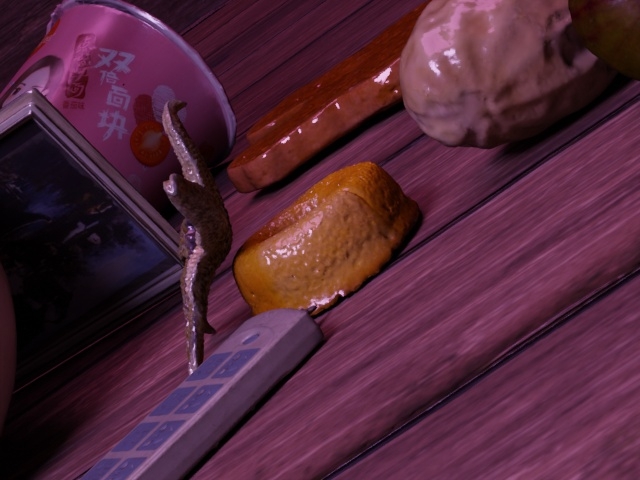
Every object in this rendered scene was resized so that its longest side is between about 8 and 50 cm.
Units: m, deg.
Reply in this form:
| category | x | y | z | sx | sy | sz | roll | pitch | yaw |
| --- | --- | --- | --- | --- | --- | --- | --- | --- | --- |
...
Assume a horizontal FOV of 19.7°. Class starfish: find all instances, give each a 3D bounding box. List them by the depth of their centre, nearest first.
| category | x | y | z | sx | sy | sz | roll | pitch | yaw |
| --- | --- | --- | --- | --- | --- | --- | --- | --- | --- |
| starfish | -0.086 | 0.007 | 1.285 | 0.050 | 0.216 | 0.223 | -1 | -21 | 5 |

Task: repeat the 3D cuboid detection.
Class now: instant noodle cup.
| category | x | y | z | sx | sy | sz | roll | pitch | yaw |
| --- | --- | --- | --- | --- | --- | --- | --- | --- | --- |
| instant noodle cup | -0.248 | -0.095 | 1.912 | 0.243 | 0.243 | 0.231 | -18 | 28 | 54 |

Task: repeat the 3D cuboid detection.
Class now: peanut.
| category | x | y | z | sx | sy | sz | roll | pitch | yaw |
| --- | --- | --- | --- | --- | --- | --- | --- | --- | --- |
| peanut | 0.173 | -0.169 | 1.292 | 0.290 | 0.130 | 0.130 | -44 | 15 | -27 |

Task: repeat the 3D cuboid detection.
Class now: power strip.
| category | x | y | z | sx | sy | sz | roll | pitch | yaw |
| --- | --- | --- | --- | --- | --- | --- | --- | --- | --- |
| power strip | -0.076 | 0.108 | 1.167 | 0.227 | 0.029 | 0.080 | -44 | 15 | -30 |

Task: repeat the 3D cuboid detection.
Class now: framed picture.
| category | x | y | z | sx | sy | sz | roll | pitch | yaw |
| --- | --- | --- | --- | --- | --- | --- | --- | --- | --- |
| framed picture | -0.276 | 0.025 | 1.564 | 0.296 | 0.232 | 0.019 | -32 | 30 | 22 |

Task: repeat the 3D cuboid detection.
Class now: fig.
| category | x | y | z | sx | sy | sz | roll | pitch | yaw |
| --- | --- | --- | --- | --- | --- | --- | --- | --- | --- |
| fig | 0.234 | -0.173 | 1.201 | 0.124 | 0.124 | 0.236 | -31 | 2 | 23 |

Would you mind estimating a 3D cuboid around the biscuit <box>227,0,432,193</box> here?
| category | x | y | z | sx | sy | sz | roll | pitch | yaw |
| --- | --- | --- | --- | --- | --- | --- | --- | --- | --- |
| biscuit | 0.059 | -0.155 | 1.717 | 0.334 | 0.047 | 0.202 | -35 | 13 | 17 |

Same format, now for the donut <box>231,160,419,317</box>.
| category | x | y | z | sx | sy | sz | roll | pitch | yaw |
| --- | --- | --- | --- | --- | --- | --- | --- | --- | --- |
| donut | 0.000 | 0.000 | 1.299 | 0.152 | 0.058 | 0.152 | -34 | 11 | 7 |

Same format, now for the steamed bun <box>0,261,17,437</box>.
| category | x | y | z | sx | sy | sz | roll | pitch | yaw |
| --- | --- | --- | --- | --- | --- | --- | --- | --- | --- |
| steamed bun | -0.381 | 0.111 | 1.408 | 0.374 | 0.241 | 0.374 | -21 | 53 | 30 |
